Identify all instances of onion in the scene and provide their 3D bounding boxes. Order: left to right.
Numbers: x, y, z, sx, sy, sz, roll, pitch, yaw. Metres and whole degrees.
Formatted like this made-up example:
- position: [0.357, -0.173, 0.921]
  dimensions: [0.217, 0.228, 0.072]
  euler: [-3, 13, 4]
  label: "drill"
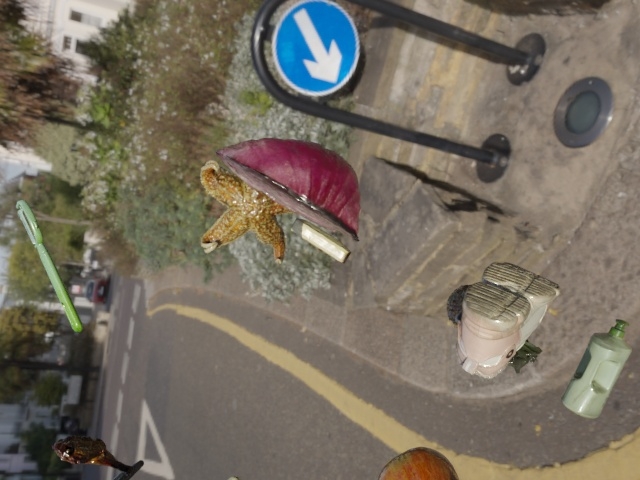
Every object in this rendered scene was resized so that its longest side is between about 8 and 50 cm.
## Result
- position: [-0.034, -0.105, 0.877]
  dimensions: [0.111, 0.247, 0.250]
  euler: [-58, 12, -1]
  label: "onion"

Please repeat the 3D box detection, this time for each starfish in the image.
- position: [-0.131, -0.071, 1.271]
  dimensions: [0.113, 0.303, 0.312]
  euler: [-74, -21, -60]
  label: "starfish"

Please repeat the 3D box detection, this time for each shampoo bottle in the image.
- position: [0.652, 0.290, 1.314]
  dimensions: [0.087, 0.118, 0.234]
  euler: [31, 106, 44]
  label: "shampoo bottle"

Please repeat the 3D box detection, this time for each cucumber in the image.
- position: [-0.507, 0.609, 1.433]
  dimensions: [0.135, 0.034, 0.033]
  euler: [-44, -9, -32]
  label: "cucumber"

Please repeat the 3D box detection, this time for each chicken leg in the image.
- position: [-0.393, 0.373, 0.978]
  dimensions: [0.037, 0.145, 0.062]
  euler: [-55, 39, 1]
  label: "chicken leg"

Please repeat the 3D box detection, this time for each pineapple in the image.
- position: [0.458, 0.236, 1.530]
  dimensions: [0.141, 0.170, 0.310]
  euler: [-59, 28, 14]
  label: "pineapple"

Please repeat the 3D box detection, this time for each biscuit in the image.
- position: [0.000, 0.000, 1.609]
  dimensions: [0.052, 0.188, 0.056]
  euler: [-59, -7, 10]
  label: "biscuit"

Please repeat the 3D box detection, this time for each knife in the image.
- position: [-0.390, 0.035, 0.816]
  dimensions: [0.054, 0.015, 0.212]
  euler: [-28, 86, 51]
  label: "knife"

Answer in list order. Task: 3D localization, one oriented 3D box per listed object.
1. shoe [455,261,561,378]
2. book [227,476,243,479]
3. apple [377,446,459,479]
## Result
- position: [0.432, 0.182, 1.358]
  dimensions: [0.172, 0.351, 0.198]
  euler: [31, 122, 35]
  label: "shoe"
- position: [-0.165, 0.508, 0.738]
  dimensions: [0.371, 0.260, 0.043]
  euler: [-44, 33, -9]
  label: "book"
- position: [0.357, 0.878, 1.971]
  dimensions: [0.277, 0.309, 0.250]
  euler: [-58, 41, 30]
  label: "apple"
